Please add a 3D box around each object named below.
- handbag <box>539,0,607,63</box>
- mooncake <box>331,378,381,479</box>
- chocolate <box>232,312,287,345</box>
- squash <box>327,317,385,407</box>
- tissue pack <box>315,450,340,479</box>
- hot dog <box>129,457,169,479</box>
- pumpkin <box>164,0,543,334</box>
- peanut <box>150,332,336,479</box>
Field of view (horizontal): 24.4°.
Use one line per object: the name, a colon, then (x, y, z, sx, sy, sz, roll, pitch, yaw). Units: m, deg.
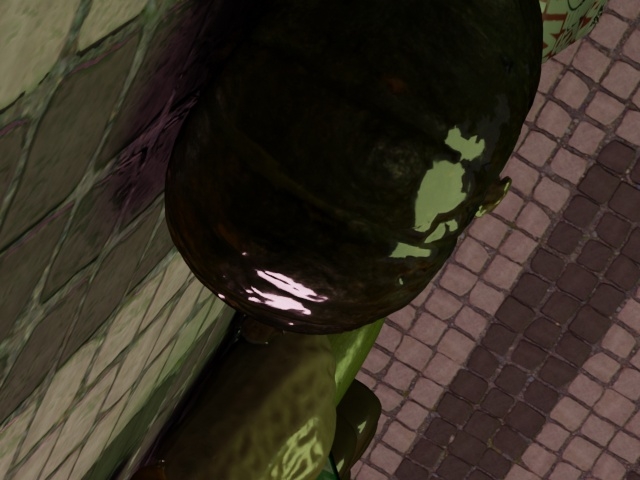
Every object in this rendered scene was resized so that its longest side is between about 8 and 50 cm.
handbag: (0.146, -0.238, 1.085, 0.171, 0.151, 0.298, -65, 167, 21)
mooncake: (-0.072, 0.317, 1.905, 0.378, 0.201, 0.378, -60, 176, -7)
chocolate: (0.004, 0.005, 1.551, 0.102, 0.065, 0.329, -61, 174, 34)
squash: (0.005, 0.087, 1.732, 0.247, 0.132, 0.132, -60, 176, -21)
tissue pack: (-0.068, 0.308, 1.606, 0.156, 0.148, 0.209, -46, -142, 23)
hot dog: (-0.190, 0.286, 1.208, 0.269, 0.072, 0.109, -54, 175, -38)
pumpkin: (0.020, -0.056, 0.712, 0.223, 0.157, 0.223, -60, -173, 12)
peanut: (-0.079, 0.211, 1.464, 0.313, 0.152, 0.152, -54, 173, -38)
